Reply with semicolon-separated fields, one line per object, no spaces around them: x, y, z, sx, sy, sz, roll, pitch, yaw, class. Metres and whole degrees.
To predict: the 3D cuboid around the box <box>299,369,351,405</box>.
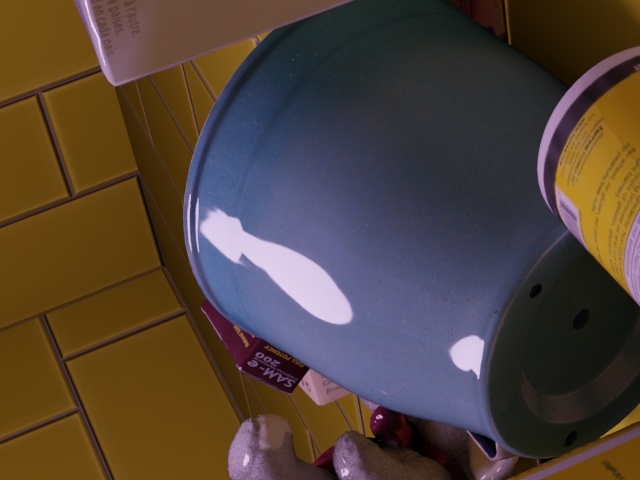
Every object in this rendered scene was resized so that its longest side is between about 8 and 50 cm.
0.000;0.000;1.713;0.121;0.148;0.311;42;153;64;box

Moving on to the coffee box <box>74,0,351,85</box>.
-0.003;-0.332;0.600;0.337;0.334;0.338;85;162;-58;coffee box

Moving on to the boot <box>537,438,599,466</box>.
0.219;0.244;1.131;0.263;0.091;0.229;63;-177;34;boot

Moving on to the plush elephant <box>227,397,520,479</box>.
0.077;0.205;1.488;0.330;0.255;0.272;26;151;5;plush elephant

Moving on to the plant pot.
0.094;0.000;1.033;0.255;0.272;0.271;34;147;44;plant pot

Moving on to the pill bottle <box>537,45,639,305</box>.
0.206;-0.003;0.792;0.208;0.119;0.119;-126;18;-49;pill bottle

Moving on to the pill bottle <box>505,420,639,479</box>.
0.150;0.224;0.929;0.188;0.334;0.188;158;90;-79;pill bottle

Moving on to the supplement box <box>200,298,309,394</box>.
-0.005;0.014;1.540;0.073;0.239;0.130;31;-168;-32;supplement box

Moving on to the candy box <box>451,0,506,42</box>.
0.079;-0.132;1.175;0.053;0.109;0.186;-125;18;-49;candy box

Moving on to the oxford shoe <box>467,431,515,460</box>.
0.072;0.031;1.271;0.348;0.130;0.123;42;146;30;oxford shoe
